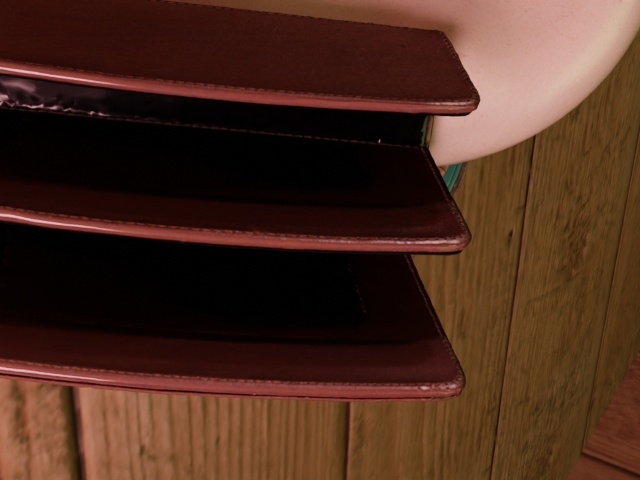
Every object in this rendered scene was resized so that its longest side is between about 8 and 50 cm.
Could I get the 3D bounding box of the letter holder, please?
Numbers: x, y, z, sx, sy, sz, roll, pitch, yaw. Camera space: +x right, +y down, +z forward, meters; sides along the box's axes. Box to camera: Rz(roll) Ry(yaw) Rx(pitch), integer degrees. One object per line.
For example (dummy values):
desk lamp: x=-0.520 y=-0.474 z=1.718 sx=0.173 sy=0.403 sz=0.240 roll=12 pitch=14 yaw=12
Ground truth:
letter holder: x=-0.068 y=-0.027 z=0.921 sx=0.214 sy=0.302 sz=0.152 roll=-107 pitch=-156 yaw=-63

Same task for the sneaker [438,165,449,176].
sneaker: x=0.000 y=0.000 z=1.497 sx=0.282 sy=0.099 sz=0.153 roll=-45 pitch=-177 yaw=-10

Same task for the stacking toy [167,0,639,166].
stacking toy: x=0.051 y=-0.190 z=1.284 sx=0.480 sy=0.351 sz=0.350 roll=94 pitch=19 yaw=-81

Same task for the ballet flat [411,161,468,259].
ballet flat: x=0.045 y=0.006 z=1.648 sx=0.316 sy=0.107 sz=0.106 roll=-57 pitch=176 yaw=-19
